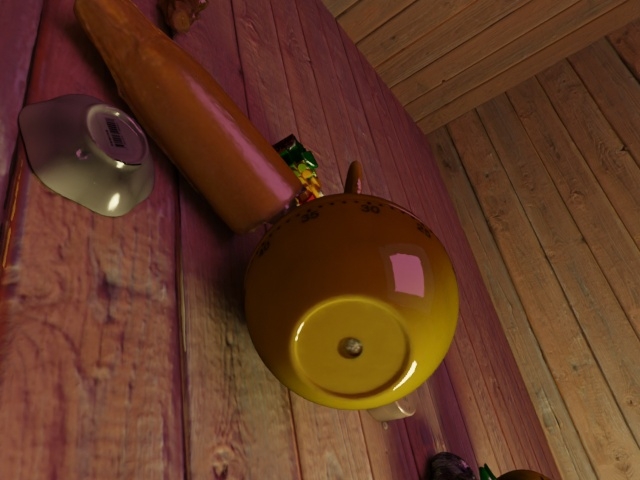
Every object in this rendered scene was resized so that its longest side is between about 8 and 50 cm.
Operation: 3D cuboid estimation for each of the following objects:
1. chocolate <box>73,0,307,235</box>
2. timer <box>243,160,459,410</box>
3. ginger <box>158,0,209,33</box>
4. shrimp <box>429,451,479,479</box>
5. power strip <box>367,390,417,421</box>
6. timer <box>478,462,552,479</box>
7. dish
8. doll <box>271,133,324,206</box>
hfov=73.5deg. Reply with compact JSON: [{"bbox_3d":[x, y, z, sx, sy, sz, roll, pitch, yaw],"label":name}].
[{"bbox_3d":[-0.218,-0.209,0.722,0.445,0.162,0.162,51,28,-15],"label":"chocolate"},{"bbox_3d":[0.050,0.075,0.728,0.376,0.376,0.387,55,13,-17],"label":"timer"},{"bbox_3d":[-0.293,-0.521,0.922,0.115,0.081,0.205,5,62,-48],"label":"ginger"},{"bbox_3d":[0.309,0.573,0.918,0.137,0.172,0.372,36,12,-1],"label":"shrimp"},{"bbox_3d":[0.154,0.326,0.974,0.154,0.078,0.154,42,33,-36],"label":"power strip"},{"bbox_3d":[0.498,0.694,1.091,0.285,0.285,0.285,43,33,-36],"label":"timer"},{"bbox_3d":[-0.292,-0.130,0.582,0.191,0.066,0.190,43,32,-36],"label":"dish"},{"bbox_3d":[-0.053,-0.157,1.007,0.186,0.106,0.134,62,15,-3],"label":"doll"}]
